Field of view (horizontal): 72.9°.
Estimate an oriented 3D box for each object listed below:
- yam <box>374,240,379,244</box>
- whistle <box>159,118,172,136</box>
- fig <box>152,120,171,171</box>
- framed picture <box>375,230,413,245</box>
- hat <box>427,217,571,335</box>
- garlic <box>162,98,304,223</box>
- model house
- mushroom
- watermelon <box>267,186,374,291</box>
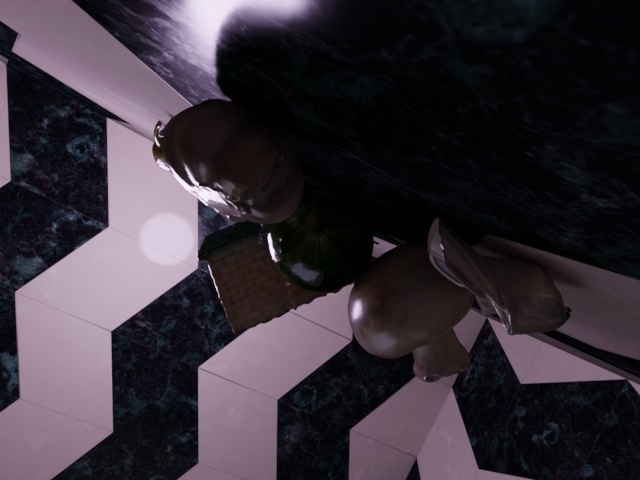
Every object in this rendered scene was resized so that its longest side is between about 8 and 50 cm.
[{"bbox_3d":[0.197,-0.007,1.766,0.107,0.014,0.014,28,179,-26],"label":"yam"},{"bbox_3d":[-0.368,-0.281,1.329,0.062,0.062,0.304,27,179,27],"label":"whistle"},{"bbox_3d":[-0.547,-0.338,1.539,0.149,0.149,0.245,27,167,13],"label":"fig"},{"bbox_3d":[0.279,0.022,1.275,0.195,0.010,0.199,28,179,-20],"label":"framed picture"},{"bbox_3d":[0.284,0.045,0.712,0.219,0.164,0.226,-2,-111,-84],"label":"hat"},{"bbox_3d":[-0.123,-0.118,0.645,0.228,0.152,0.228,31,164,10],"label":"garlic"},{"bbox_3d":[-0.118,0.023,1.374,0.395,0.445,0.400,-2,-112,-82],"label":"model house"},{"bbox_3d":[0.219,0.155,0.951,0.290,0.297,0.297,53,175,-8],"label":"mushroom"},{"bbox_3d":[0.000,-0.002,0.972,0.242,0.242,0.242,27,179,1],"label":"watermelon"}]
